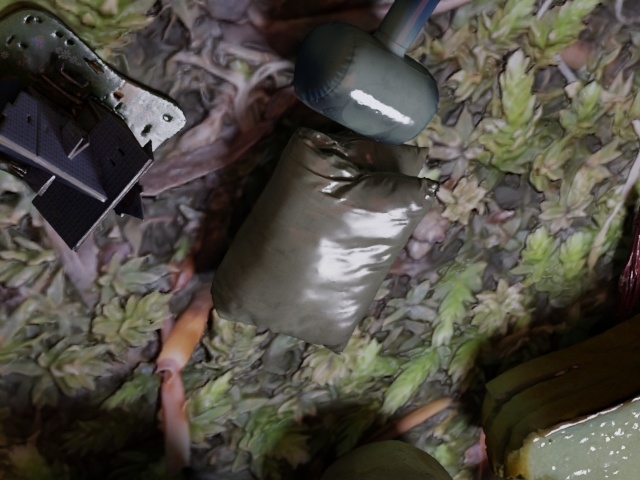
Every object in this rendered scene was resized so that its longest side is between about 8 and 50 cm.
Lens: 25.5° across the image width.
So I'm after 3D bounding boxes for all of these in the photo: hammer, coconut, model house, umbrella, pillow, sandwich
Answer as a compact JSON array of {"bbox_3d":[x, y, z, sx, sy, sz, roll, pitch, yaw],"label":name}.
[{"bbox_3d":[0.067,-0.166,1.033,0.116,0.069,0.194,24,104,-38],"label":"hammer"},{"bbox_3d":[0.064,0.265,1.285,0.161,0.161,0.162,-35,140,-2],"label":"coconut"},{"bbox_3d":[-0.165,-0.063,0.956,0.117,0.088,0.167,-46,132,9],"label":"model house"},{"bbox_3d":[0.293,0.030,1.330,0.027,0.025,0.165,-34,142,-34],"label":"umbrella"},{"bbox_3d":[0.000,0.000,1.108,0.134,0.078,0.181,11,120,-32],"label":"pillow"},{"bbox_3d":[0.279,0.206,1.395,0.249,0.095,0.273,-22,136,-12],"label":"sandwich"}]
